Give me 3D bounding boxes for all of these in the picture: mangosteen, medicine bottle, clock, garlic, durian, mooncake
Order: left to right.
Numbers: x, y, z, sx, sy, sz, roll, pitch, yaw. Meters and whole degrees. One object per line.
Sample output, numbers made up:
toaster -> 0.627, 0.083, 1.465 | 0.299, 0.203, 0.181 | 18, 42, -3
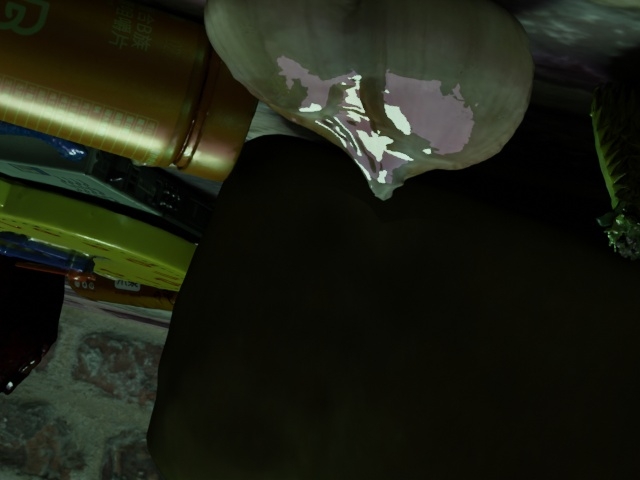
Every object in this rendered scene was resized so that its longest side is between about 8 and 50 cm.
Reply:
mangosteen -> -0.482, 0.044, 1.814 | 0.347, 0.307, 0.307 | 43, 167, -5
clock -> -0.254, 0.008, 1.566 | 0.294, 0.071, 0.277 | 16, 171, -9
medicine bottle -> -0.138, -0.106, 0.920 | 0.192, 0.096, 0.096 | 16, 170, -13
garlic -> 0.022, -0.095, 0.772 | 0.175, 0.099, 0.124 | 14, 156, 1
mooncake -> 0.114, 0.096, 1.058 | 0.467, 0.262, 0.467 | 16, -178, -1
durian -> 0.191, -0.038, 0.818 | 0.086, 0.100, 0.215 | 6, 178, 23

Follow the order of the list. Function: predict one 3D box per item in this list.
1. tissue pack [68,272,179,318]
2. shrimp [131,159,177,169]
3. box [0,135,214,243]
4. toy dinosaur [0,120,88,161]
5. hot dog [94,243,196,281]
tissue pack -> -0.209, 0.063, 2.047 | 0.226, 0.092, 0.183 | 9, 169, 34
shrimp -> -0.152, -0.093, 1.189 | 0.180, 0.041, 0.099 | 23, 164, -38
box -> -0.231, -0.058, 1.502 | 0.211, 0.045, 0.270 | 9, 169, 28
toy dinosaur -> -0.313, -0.118, 1.154 | 0.248, 0.075, 0.188 | 28, 171, -23
hot dog -> -0.221, 0.013, 1.819 | 0.084, 0.073, 0.242 | 27, 167, -39
